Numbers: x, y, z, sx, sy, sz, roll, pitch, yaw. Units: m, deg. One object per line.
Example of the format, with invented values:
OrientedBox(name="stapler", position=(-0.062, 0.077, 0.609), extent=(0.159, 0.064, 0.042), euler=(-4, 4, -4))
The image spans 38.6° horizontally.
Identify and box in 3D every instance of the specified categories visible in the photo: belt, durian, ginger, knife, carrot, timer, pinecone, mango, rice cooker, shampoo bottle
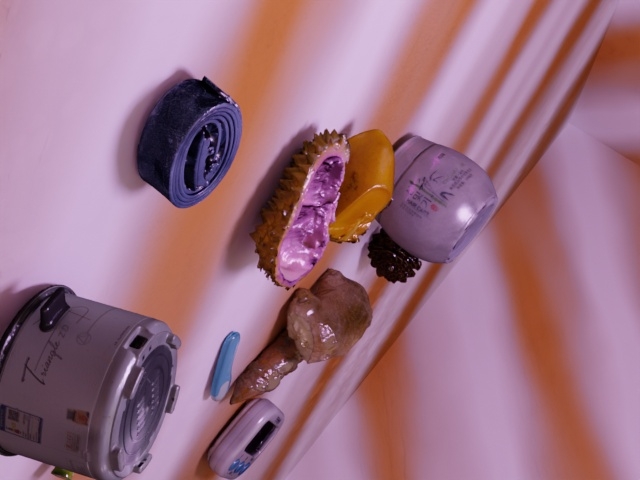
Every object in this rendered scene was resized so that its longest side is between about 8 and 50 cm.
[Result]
OrientedBox(name="belt", position=(-0.179, -0.136, 1.250), extent=(0.141, 0.082, 0.190), euler=(-39, 158, -36))
OrientedBox(name="durian", position=(-0.055, -0.058, 1.722), extent=(0.191, 0.112, 0.341), euler=(-20, 135, -48))
OrientedBox(name="ginger", position=(0.015, 0.181, 2.281), extent=(0.130, 0.221, 0.276), euler=(-27, -144, 43))
OrientedBox(name="knife", position=(-0.217, 0.286, 2.067), extent=(0.064, 0.031, 0.222), euler=(-33, 149, -44))
OrientedBox(name="carrot", position=(-0.132, 0.322, 2.289), extent=(0.263, 0.102, 0.102), euler=(-39, 158, -27))
OrientedBox(name="timer", position=(-0.204, 0.539, 2.498), extent=(0.237, 0.087, 0.262), euler=(-51, 164, -11))
OrientedBox(name="pinecone", position=(0.218, 0.021, 2.538), extent=(0.165, 0.162, 0.163), euler=(-56, 168, -40))
OrientedBox(name="mango", position=(0.064, -0.109, 1.847), extent=(0.126, 0.154, 0.252), euler=(17, 103, -50))
OrientedBox(name="rice cooker", position=(-0.327, 0.191, 1.235), extent=(0.241, 0.226, 0.281), euler=(-63, 163, -51))
OrientedBox(name="shampoo bottle", position=(0.270, -0.099, 2.239), extent=(0.273, 0.266, 0.273), euler=(-49, 165, -18))

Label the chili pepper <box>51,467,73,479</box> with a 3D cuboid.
OrientedBox(name="chili pepper", position=(-0.400, 0.338, 1.621), extent=(0.202, 0.052, 0.050), euler=(-49, -168, -24))
